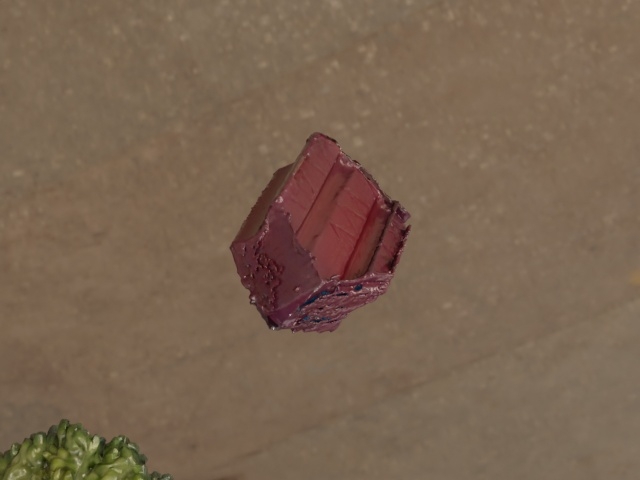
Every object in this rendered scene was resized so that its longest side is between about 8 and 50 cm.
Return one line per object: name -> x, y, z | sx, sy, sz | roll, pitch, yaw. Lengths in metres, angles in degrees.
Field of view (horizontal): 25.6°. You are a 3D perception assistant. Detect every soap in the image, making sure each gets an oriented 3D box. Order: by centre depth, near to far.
soap -> 0.000, 0.000, 1.472 | 0.099, 0.250, 0.162 | -35, 102, 25

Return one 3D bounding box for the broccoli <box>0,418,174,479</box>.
broccoli -> -0.199, 0.372, 1.290 | 0.277, 0.317, 0.338 | 5, 135, 17
